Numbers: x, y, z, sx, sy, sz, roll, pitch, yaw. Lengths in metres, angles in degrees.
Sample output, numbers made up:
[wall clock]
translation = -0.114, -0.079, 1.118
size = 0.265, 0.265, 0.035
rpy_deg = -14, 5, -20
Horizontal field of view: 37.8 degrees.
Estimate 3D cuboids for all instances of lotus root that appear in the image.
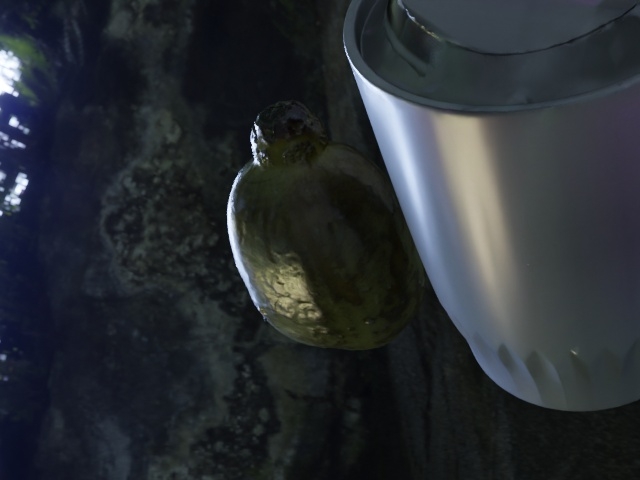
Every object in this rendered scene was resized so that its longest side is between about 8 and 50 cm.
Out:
[lotus root]
translation = 0.000, 0.000, 0.895
size = 0.173, 0.309, 0.173
rpy_deg = -11, -130, 14

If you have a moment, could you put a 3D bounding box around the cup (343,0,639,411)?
[cup]
translation = 0.183, -0.055, 0.706
size = 0.253, 0.371, 0.253
rpy_deg = -12, -137, 12
